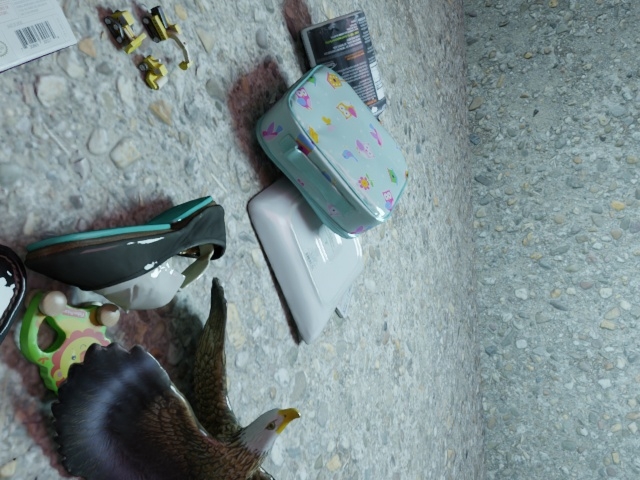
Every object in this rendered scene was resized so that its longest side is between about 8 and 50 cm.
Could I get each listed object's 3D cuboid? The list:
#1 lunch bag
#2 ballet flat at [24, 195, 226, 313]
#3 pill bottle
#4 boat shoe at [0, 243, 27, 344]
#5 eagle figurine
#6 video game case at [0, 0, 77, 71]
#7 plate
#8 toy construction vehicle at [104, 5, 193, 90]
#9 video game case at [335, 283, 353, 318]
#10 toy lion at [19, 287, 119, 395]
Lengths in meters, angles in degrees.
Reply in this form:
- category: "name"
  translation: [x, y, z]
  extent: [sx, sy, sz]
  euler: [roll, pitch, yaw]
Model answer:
- category: "lunch bag"
  translation: [0.022, -0.152, 0.898]
  extent: [0.279, 0.108, 0.224]
  euler: [47, 43, -15]
- category: "ballet flat"
  translation: [-0.172, 0.016, 0.551]
  extent: [0.280, 0.095, 0.096]
  euler: [-33, 110, -67]
- category: "pill bottle"
  translation: [0.056, -0.316, 1.043]
  extent: [0.130, 0.131, 0.245]
  euler: [-51, 129, -54]
- category: "boat shoe"
  translation: [-0.296, 0.101, 0.308]
  extent: [0.340, 0.113, 0.127]
  euler: [-50, 127, -54]
- category: "eagle figurine"
  translation: [-0.123, 0.217, 0.583]
  extent: [0.298, 0.225, 0.226]
  euler: [52, -12, 0]
- category: "video game case"
  translation: [-0.327, -0.217, 0.391]
  extent: [0.232, 0.042, 0.210]
  euler: [-59, 135, -49]
- category: "plate"
  translation: [0.000, 0.000, 0.949]
  extent: [0.278, 0.045, 0.277]
  euler: [-49, 124, -53]
- category: "toy construction vehicle"
  translation: [-0.203, -0.243, 0.639]
  extent: [0.098, 0.035, 0.085]
  euler: [65, 33, -32]
- category: "video game case"
  translation: [0.032, 0.086, 1.042]
  extent: [0.122, 0.011, 0.087]
  euler: [58, 37, -40]
- category: "toy lion"
  translation: [-0.242, 0.102, 0.504]
  extent: [0.100, 0.034, 0.096]
  euler: [32, 64, -56]
